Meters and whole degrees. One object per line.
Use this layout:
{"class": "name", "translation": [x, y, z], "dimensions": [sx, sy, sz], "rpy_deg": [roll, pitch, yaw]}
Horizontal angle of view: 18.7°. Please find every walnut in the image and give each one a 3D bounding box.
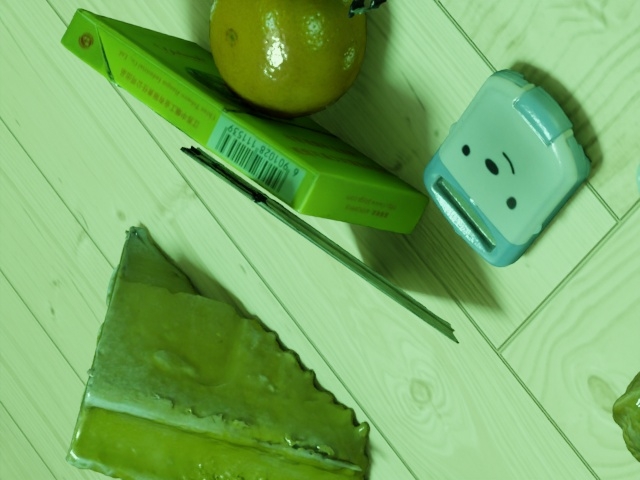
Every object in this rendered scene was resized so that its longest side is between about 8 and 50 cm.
{"class": "walnut", "translation": [0.293, 0.143, 1.594], "dimensions": [0.105, 0.105, 0.124], "rpy_deg": [59, 147, 2]}

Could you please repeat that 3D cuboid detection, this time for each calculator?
{"class": "calculator", "translation": [0.158, -0.059, 1.672], "dimensions": [0.121, 0.039, 0.210], "rpy_deg": [53, 147, 13]}

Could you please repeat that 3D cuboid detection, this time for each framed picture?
{"class": "framed picture", "translation": [0.000, 0.000, 1.783], "dimensions": [0.252, 0.014, 0.197], "rpy_deg": [35, 180, -28]}

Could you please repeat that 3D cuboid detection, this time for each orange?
{"class": "orange", "translation": [-0.027, -0.187, 1.744], "dimensions": [0.156, 0.124, 0.156], "rpy_deg": [17, 111, 52]}

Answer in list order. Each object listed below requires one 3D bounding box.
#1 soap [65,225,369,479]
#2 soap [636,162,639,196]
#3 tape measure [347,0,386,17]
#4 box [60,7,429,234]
{"class": "soap", "translation": [-0.085, 0.148, 2.155], "dimensions": [0.339, 0.304, 0.169], "rpy_deg": [16, 134, -6]}
{"class": "soap", "translation": [0.365, 0.004, 1.400], "dimensions": [0.265, 0.088, 0.159], "rpy_deg": [5, 119, 51]}
{"class": "tape measure", "translation": [-0.065, -0.356, 1.658], "dimensions": [0.351, 0.098, 0.215], "rpy_deg": [31, 127, 30]}
{"class": "box", "translation": [-0.073, -0.112, 1.816], "dimensions": [0.335, 0.187, 0.047], "rpy_deg": [36, 105, 32]}
